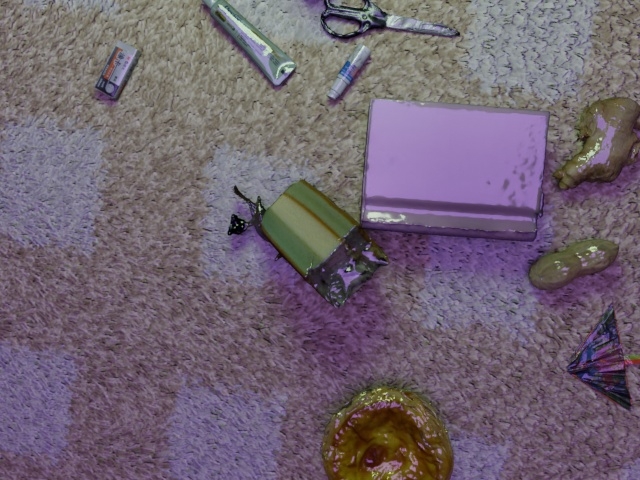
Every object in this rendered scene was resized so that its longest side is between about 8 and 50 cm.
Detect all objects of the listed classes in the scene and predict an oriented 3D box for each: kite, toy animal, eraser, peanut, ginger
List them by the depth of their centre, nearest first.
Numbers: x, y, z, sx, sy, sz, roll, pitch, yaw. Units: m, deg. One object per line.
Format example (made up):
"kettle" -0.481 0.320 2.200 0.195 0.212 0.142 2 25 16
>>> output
"ginger" 0.583 -0.187 1.228 0.137 0.074 0.213 25 91 12
"eraser" 0.268 -0.144 1.234 0.359 0.122 0.272 4 92 3
"peanut" 0.528 0.048 1.241 0.187 0.082 0.082 -22 91 6
"kite" 0.619 0.253 1.281 0.183 0.014 0.241 -6 92 4
"toy animal" -0.121 -0.030 1.298 0.202 0.070 0.105 31 95 -1
"eraser" -0.449 -0.377 1.321 0.052 0.029 0.122 29 95 2

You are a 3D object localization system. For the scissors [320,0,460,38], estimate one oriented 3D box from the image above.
"scissors" 0.150 -0.468 1.271 0.300 0.022 0.109 12 98 4

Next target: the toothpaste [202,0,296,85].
"toothpaste" -0.162 -0.444 1.290 0.255 0.037 0.067 44 90 -2

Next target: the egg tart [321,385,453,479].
"egg tart" 0.141 0.451 1.282 0.294 0.116 0.295 0 95 3

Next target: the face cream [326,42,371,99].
"face cream" 0.058 -0.359 1.279 0.034 0.034 0.130 36 96 2

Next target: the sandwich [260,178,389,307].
"sandwich" 0.000 0.000 1.197 0.155 0.198 0.227 -45 101 -4
